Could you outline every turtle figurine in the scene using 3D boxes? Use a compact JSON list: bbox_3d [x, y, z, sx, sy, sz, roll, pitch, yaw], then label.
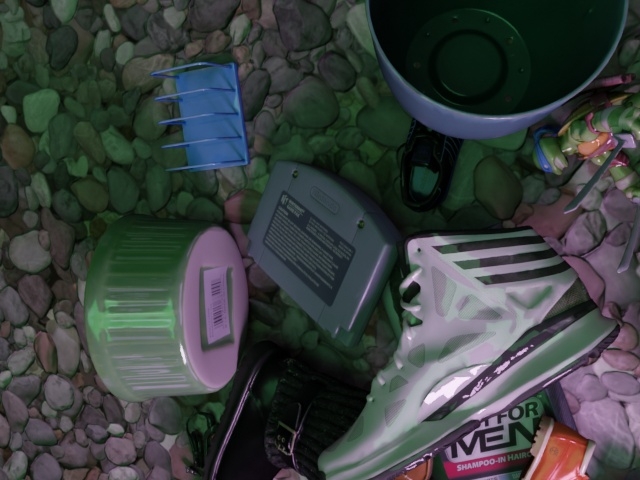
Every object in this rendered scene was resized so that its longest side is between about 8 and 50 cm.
[{"bbox_3d":[0.419,-0.116,0.929,0.266,0.275,0.198,-35,118,20],"label":"turtle figurine"}]

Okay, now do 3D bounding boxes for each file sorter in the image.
[{"bbox_3d":[-0.202,-0.201,1.228,0.118,0.104,0.170,-5,97,24],"label":"file sorter"}]

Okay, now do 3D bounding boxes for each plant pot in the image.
[{"bbox_3d":[0.203,-0.261,0.943,0.292,0.235,0.293,-1,82,4],"label":"plant pot"}]

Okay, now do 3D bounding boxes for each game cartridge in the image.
[{"bbox_3d":[0.000,0.000,1.137,0.297,0.062,0.198,41,111,43],"label":"game cartridge"}]

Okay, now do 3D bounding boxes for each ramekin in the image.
[{"bbox_3d":[-0.228,0.105,1.188,0.148,0.303,0.304,-2,97,16],"label":"ramekin"}]

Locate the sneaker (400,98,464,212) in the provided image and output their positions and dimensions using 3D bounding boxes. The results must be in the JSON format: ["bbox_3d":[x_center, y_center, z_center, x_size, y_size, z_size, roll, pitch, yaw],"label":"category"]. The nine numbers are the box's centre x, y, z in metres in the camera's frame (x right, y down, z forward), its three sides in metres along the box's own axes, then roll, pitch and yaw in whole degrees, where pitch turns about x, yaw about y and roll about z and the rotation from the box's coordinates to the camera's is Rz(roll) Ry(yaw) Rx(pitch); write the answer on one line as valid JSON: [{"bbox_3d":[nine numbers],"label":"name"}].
[{"bbox_3d":[0.168,-0.153,1.083,0.081,0.090,0.232,12,103,21],"label":"sneaker"}]

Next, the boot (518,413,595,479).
[{"bbox_3d":[0.310,0.320,0.994,0.084,0.059,0.158,20,105,14],"label":"boot"}]

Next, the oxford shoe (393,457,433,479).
[{"bbox_3d":[0.120,0.350,1.147,0.076,0.076,0.212,-116,29,-47],"label":"oxford shoe"}]

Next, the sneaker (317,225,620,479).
[{"bbox_3d":[0.138,0.141,1.004,0.447,0.169,0.258,-37,74,16],"label":"sneaker"}]

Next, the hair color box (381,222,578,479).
[{"bbox_3d":[0.235,0.182,1.096,0.185,0.113,0.375,-20,89,25],"label":"hair color box"}]

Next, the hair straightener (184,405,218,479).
[{"bbox_3d":[-0.219,0.415,1.363,0.089,0.047,0.231,-8,95,24],"label":"hair straightener"}]

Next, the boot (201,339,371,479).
[{"bbox_3d":[-0.047,0.359,1.203,0.260,0.131,0.348,25,107,33],"label":"boot"}]
